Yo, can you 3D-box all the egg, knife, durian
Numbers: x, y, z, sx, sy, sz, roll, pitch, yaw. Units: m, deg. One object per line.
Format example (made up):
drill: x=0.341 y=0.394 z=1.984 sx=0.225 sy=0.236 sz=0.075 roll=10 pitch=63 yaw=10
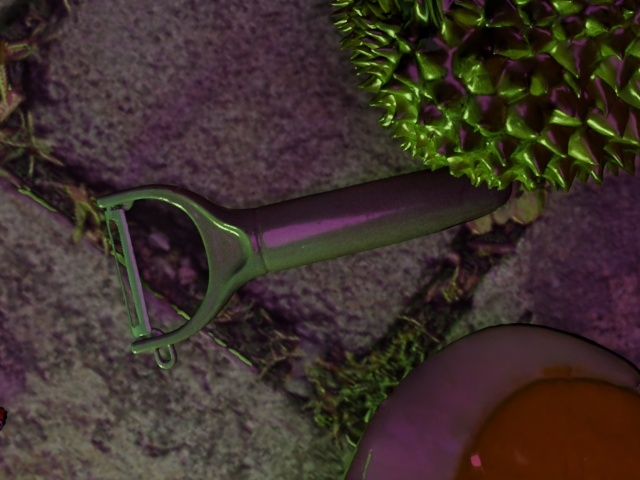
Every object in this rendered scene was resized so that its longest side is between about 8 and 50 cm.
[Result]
egg: x=0.116 y=0.201 z=1.181 sx=0.264 sy=0.174 sz=0.286 roll=33 pitch=64 yaw=-9
knife: x=0.001 y=0.000 z=1.209 sx=0.278 sy=0.053 sz=0.123 roll=-13 pitch=100 yaw=-6
durian: x=0.144 y=-0.153 z=1.129 sx=0.291 sy=0.291 sz=0.224 roll=-36 pitch=132 yaw=-5

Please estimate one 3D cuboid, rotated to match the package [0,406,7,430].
package: x=-0.289 y=0.180 z=1.190 sx=0.083 sy=0.022 sz=0.200 roll=30 pitch=87 yaw=-8
